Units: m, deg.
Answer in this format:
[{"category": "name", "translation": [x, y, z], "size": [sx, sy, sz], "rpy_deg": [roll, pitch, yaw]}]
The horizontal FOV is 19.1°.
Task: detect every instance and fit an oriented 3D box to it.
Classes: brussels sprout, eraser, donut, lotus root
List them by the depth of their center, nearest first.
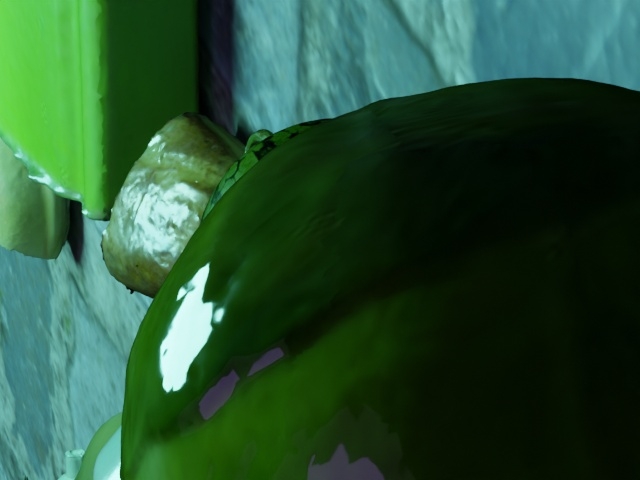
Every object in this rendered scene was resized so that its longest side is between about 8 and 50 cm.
[{"category": "brussels sprout", "translation": [0.077, 0.077, 0.679], "size": [0.354, 0.289, 0.281], "rpy_deg": [-114, 5, -75]}, {"category": "lotus root", "translation": [-0.067, 0.009, 1.139], "size": [0.135, 0.095, 0.159], "rpy_deg": [19, 126, 55]}, {"category": "eraser", "translation": [-0.152, -0.172, 1.214], "size": [0.210, 0.092, 0.274], "rpy_deg": [39, 135, 49]}, {"category": "donut", "translation": [-0.247, -0.070, 1.479], "size": [0.166, 0.065, 0.108], "rpy_deg": [58, 149, 31]}]

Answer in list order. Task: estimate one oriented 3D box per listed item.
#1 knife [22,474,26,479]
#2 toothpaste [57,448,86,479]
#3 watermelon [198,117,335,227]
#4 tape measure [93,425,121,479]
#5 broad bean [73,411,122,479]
[{"category": "knife", "translation": [-0.292, 0.336, 1.837], "size": [0.047, 0.017, 0.298], "rpy_deg": [-121, 30, -43]}, {"category": "toothpaste", "translation": [-0.188, 0.269, 1.574], "size": [0.064, 0.041, 0.218], "rpy_deg": [-131, 32, -61]}, {"category": "watermelon", "translation": [0.000, 0.000, 0.941], "size": [0.187, 0.141, 0.140], "rpy_deg": [57, 149, 37]}, {"category": "tape measure", "translation": [-0.042, 0.108, 1.012], "size": [0.098, 0.215, 0.351], "rpy_deg": [-53, 49, 8]}, {"category": "broad bean", "translation": [-0.147, 0.239, 1.396], "size": [0.189, 0.121, 0.263], "rpy_deg": [-101, 31, -47]}]
